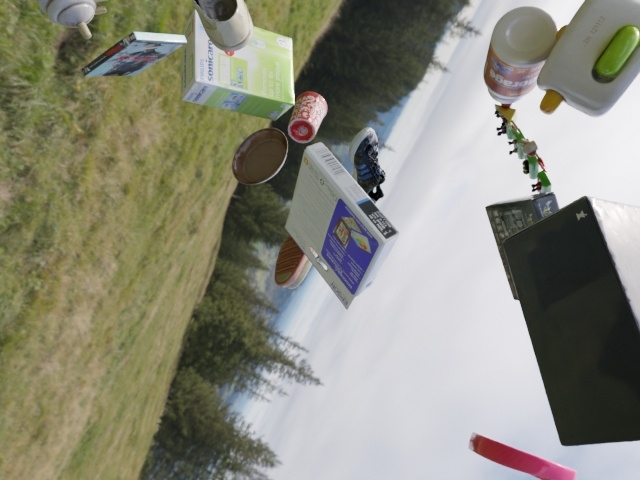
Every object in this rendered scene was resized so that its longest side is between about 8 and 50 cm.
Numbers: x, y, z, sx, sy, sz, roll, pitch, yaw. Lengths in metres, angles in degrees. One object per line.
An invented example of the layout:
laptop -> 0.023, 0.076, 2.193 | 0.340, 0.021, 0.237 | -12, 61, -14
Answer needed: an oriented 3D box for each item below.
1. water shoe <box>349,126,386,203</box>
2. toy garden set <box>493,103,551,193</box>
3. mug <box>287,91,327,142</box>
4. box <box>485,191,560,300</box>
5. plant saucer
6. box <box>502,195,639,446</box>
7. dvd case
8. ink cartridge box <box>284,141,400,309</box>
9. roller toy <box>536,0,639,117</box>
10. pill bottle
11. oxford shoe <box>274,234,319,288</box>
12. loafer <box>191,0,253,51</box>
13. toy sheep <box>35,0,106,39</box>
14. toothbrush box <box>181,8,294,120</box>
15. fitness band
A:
water shoe -> 0.114, -0.160, 1.057 | 0.073, 0.080, 0.203 | -42, 154, -18
toy garden set -> 0.508, -0.232, 1.239 | 0.049, 0.244, 0.204 | -25, 156, 15
mug -> -0.049, -0.393, 1.630 | 0.169, 0.113, 0.150 | -76, -179, -47
box -> 0.450, 0.021, 1.031 | 0.059, 0.232, 0.183 | -19, -178, -9
plant saucer -> -0.177, -0.248, 1.469 | 0.198, 0.199, 0.036 | -63, 146, -10
box -> 0.508, 0.130, 0.784 | 0.179, 0.313, 0.343 | -42, -132, 53
dvd case -> -0.251, -0.249, 0.655 | 0.120, 0.013, 0.087 | -15, -171, 33
ink cartridge box -> 0.024, -0.018, 0.806 | 0.045, 0.206, 0.208 | -25, 154, -29
roller toy -> 0.470, -0.321, 0.825 | 0.191, 0.146, 0.209 | -50, 164, -16
pill bottle -> 0.404, -0.368, 1.003 | 0.121, 0.121, 0.216 | -63, 165, -2
oxford shoe -> 0.000, 0.000, 1.411 | 0.141, 0.146, 0.396 | -14, -143, 45
loafer -> -0.179, -0.420, 0.718 | 0.102, 0.268, 0.092 | -32, -169, -5
toy sheep -> -0.339, -0.334, 0.649 | 0.091, 0.132, 0.091 | -28, -177, 1
toothbrush box -> -0.222, -0.467, 1.317 | 0.122, 0.283, 0.206 | -19, -110, 56
fitness band -> 0.451, 0.497, 1.103 | 0.291, 0.209, 0.054 | 75, 36, -72
